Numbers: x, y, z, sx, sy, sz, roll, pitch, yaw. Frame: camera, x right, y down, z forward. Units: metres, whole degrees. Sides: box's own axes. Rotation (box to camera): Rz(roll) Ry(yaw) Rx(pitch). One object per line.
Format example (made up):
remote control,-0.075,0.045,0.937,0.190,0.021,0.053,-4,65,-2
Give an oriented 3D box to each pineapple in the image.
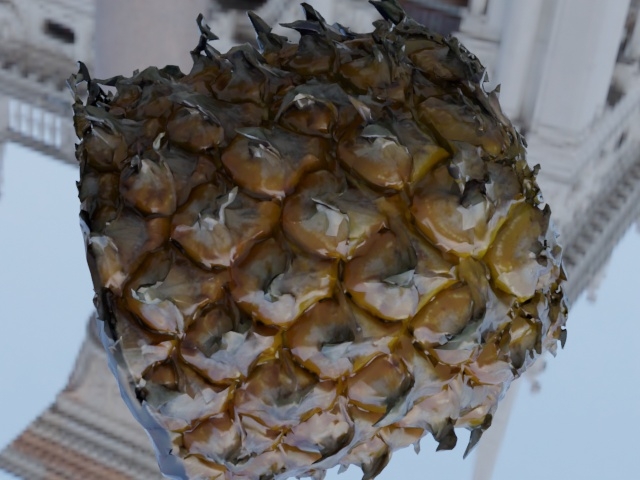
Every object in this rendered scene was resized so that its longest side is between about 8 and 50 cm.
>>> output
pineapple,0.000,0.000,0.955,0.300,0.352,0.352,-20,-143,0
